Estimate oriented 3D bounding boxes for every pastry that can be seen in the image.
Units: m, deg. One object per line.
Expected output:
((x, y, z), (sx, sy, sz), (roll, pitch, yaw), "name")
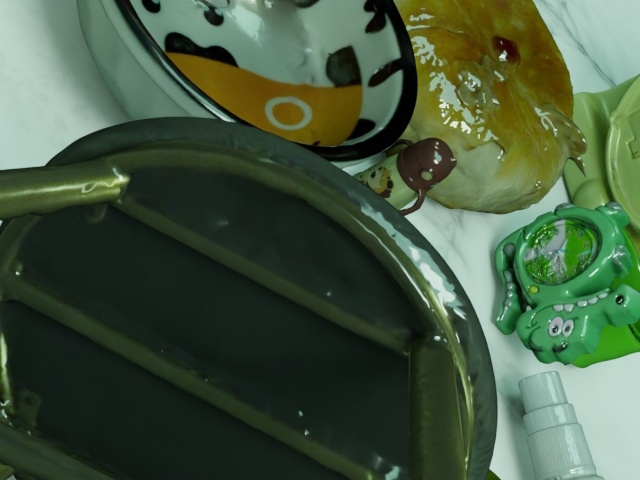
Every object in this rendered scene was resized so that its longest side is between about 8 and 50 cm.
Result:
((0.133, -0.145, 1.185), (0.257, 0.121, 0.235), (34, 47, -26), "pastry")

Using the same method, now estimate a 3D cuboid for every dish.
((-0.070, -0.149, 0.973), (0.303, 0.120, 0.303), (23, 47, -27), "dish")

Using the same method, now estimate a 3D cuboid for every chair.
((-0.108, 0.146, 0.564), (0.365, 0.361, 0.410), (25, 28, 8), "chair")

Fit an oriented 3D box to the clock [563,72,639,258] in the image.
((0.380, -0.087, 1.256), (0.096, 0.308, 0.235), (8, 61, -43), "clock")

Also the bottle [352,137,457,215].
((0.067, -0.053, 1.079), (0.047, 0.101, 0.063), (-28, 87, -49), "bottle")

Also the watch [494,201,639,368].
((0.240, 0.057, 1.195), (0.152, 0.131, 0.165), (42, 36, -46), "watch")

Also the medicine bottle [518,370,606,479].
((0.209, 0.221, 1.089), (0.092, 0.061, 0.220), (72, 5, -71), "medicine bottle")

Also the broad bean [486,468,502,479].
((0.111, 0.197, 1.001), (0.325, 0.067, 0.075), (45, 63, -11), "broad bean")
